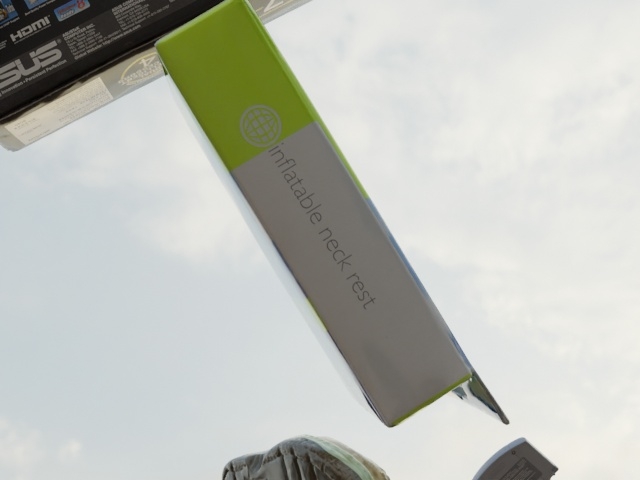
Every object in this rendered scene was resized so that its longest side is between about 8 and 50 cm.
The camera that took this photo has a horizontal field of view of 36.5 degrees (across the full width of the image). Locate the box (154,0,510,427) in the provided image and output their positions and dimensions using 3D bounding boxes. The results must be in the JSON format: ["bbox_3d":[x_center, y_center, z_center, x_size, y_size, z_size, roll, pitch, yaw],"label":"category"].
[{"bbox_3d":[0.000,0.000,0.386,0.042,0.109,0.178,-31,-89,-5],"label":"box"}]

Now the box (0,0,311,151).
[{"bbox_3d":[-0.153,-0.300,0.777,0.395,0.318,0.097,-29,-5,-5],"label":"box"}]

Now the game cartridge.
[{"bbox_3d":[0.183,0.232,0.941,0.056,0.017,0.083,42,-82,-12],"label":"game cartridge"}]

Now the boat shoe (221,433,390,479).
[{"bbox_3d":[0.004,0.146,0.574,0.072,0.068,0.190,0,-8,-26],"label":"boat shoe"}]
